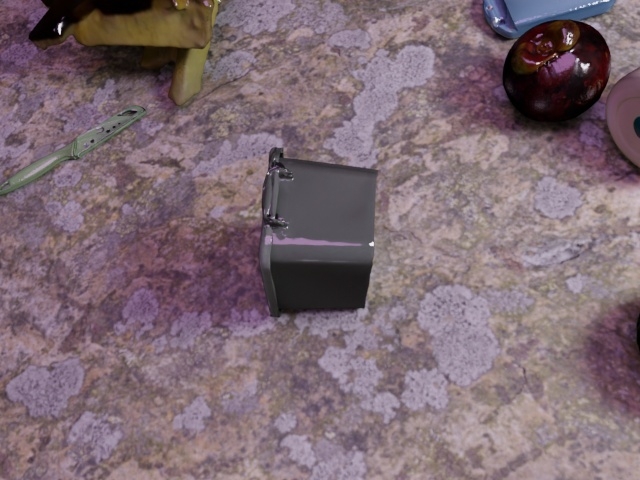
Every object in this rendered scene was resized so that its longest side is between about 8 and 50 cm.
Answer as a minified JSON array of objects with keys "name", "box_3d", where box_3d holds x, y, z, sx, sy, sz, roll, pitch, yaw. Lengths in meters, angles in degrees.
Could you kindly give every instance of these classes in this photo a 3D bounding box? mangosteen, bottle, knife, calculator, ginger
[{"name":"mangosteen","box_3d":[0.332,-0.245,0.911,0.153,0.152,0.152,-5,64,11]},{"name":"bottle","box_3d":[0.517,-0.199,0.854,0.237,0.147,0.147,-29,62,-10]},{"name":"knife","box_3d":[-0.431,-0.154,1.116,0.293,0.019,0.043,-33,60,-4]},{"name":"calculator","box_3d":[0.367,-0.393,1.033,0.211,0.039,0.121,-15,65,5]},{"name":"ginger","box_3d":[-0.304,-0.432,1.143,0.359,0.211,0.413,-26,52,15]}]

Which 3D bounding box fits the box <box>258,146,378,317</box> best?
[{"name":"box","box_3d":[0.000,0.000,0.832,0.135,0.243,0.163,4,65,1]}]

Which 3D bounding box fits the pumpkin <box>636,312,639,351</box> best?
[{"name":"pumpkin","box_3d":[0.449,0.110,0.729,0.167,0.125,0.167,-7,70,20]}]
